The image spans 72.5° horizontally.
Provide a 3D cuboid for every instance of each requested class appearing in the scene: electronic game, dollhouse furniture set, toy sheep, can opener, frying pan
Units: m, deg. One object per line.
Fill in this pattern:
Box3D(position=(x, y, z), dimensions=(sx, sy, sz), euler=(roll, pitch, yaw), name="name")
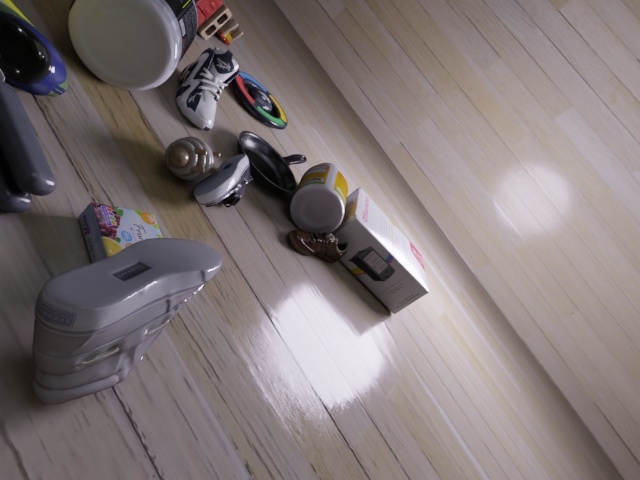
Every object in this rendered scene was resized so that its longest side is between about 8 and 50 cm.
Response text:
Box3D(position=(-0.191, -0.448, 1.397), dimensions=(0.229, 0.048, 0.229), euler=(41, 25, -25), name="electronic game")
Box3D(position=(-0.398, -0.736, 1.362), dimensions=(0.201, 0.152, 0.374), euler=(50, 6, -4), name="dollhouse furniture set")
Box3D(position=(-0.243, -0.154, 0.827), dimensions=(0.091, 0.091, 0.132), euler=(54, 10, 4), name="toy sheep")
Box3D(position=(-0.417, -0.167, 0.519), dimensions=(0.284, 0.076, 0.095), euler=(58, 4, 14), name="can opener")
Box3D(position=(-0.135, -0.227, 1.177), dimensions=(0.197, 0.053, 0.326), euler=(44, 22, -17), name="frying pan")

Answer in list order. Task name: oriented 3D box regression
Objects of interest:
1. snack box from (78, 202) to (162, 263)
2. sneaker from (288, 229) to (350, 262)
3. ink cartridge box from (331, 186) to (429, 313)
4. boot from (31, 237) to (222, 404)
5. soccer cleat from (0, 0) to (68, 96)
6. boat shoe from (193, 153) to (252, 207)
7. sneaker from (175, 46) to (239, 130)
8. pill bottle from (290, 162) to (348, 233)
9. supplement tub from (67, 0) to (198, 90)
Box3D(position=(-0.260, 0.020, 0.600), dimensions=(0.100, 0.037, 0.141), euler=(12, 46, -58), name="snack box")
Box3D(position=(0.000, 0.000, 1.069), dimensions=(0.188, 0.071, 0.066), euler=(21, 38, -51), name="sneaker")
Box3D(position=(0.162, 0.025, 1.260), dimensions=(0.306, 0.131, 0.226), euler=(44, 25, -14), name="ink cartridge box")
Box3D(position=(-0.215, 0.080, 0.508), dimensions=(0.095, 0.124, 0.258), euler=(27, 19, 14), name="boot")
Box3D(position=(-0.492, -0.332, 0.645), dimensions=(0.289, 0.093, 0.121), euler=(50, -8, -3), name="soccer cleat")
Box3D(position=(-0.187, -0.109, 0.891), dimensions=(0.228, 0.080, 0.076), euler=(-84, 157, -64), name="boat shoe")
Box3D(position=(-0.258, -0.376, 1.033), dimensions=(0.094, 0.153, 0.235), euler=(32, 30, -37), name="sneaker")
Box3D(position=(0.004, -0.125, 1.175), dimensions=(0.136, 0.136, 0.246), euler=(45, 24, -15), name="pill bottle")
Box3D(position=(-0.362, -0.450, 0.898), dimensions=(0.193, 0.193, 0.316), euler=(39, 27, -28), name="supplement tub")
